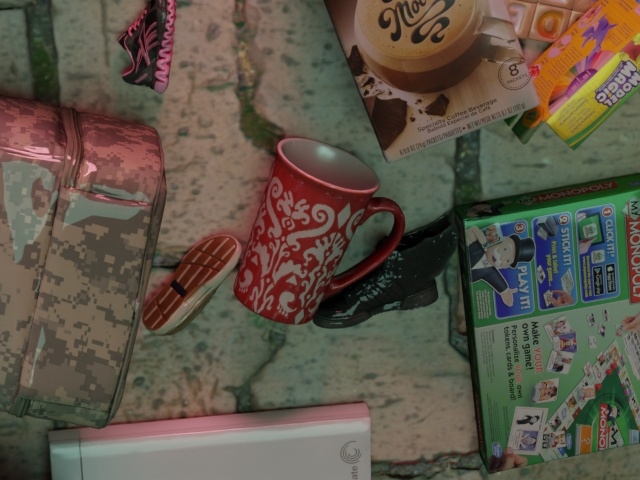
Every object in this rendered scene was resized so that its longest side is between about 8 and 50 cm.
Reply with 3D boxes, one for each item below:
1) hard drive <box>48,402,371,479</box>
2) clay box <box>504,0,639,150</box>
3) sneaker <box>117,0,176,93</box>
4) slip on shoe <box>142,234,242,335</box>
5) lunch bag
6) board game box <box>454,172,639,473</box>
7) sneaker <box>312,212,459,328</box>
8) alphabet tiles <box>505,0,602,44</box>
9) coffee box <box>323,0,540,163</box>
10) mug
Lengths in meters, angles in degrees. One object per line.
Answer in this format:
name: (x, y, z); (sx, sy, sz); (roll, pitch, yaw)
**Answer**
hard drive: (-0.119, 0.306, 2.046); (0.353, 0.047, 0.233); (-4, 113, -9)
clay box: (0.283, -0.181, 1.855); (0.222, 0.127, 0.053); (-45, 113, 10)
sneaker: (-0.173, -0.206, 1.821); (0.057, 0.047, 0.119); (8, 110, -1)
slip on shoe: (-0.130, 0.050, 1.937); (0.135, 0.051, 0.041); (-49, 145, 5)
lunch bag: (-0.303, 0.007, 1.792); (0.256, 0.212, 0.305); (10, 110, -15)
board game box: (0.269, 0.095, 2.026); (0.213, 0.046, 0.317); (-10, 114, -7)
sneaker: (0.068, 0.033, 1.963); (0.170, 0.051, 0.089); (-13, 115, -10)
alphabet tiles: (0.275, -0.294, 1.881); (0.237, 0.009, 0.198); (9, 111, -14)
coffee box: (0.086, -0.250, 1.800); (0.168, 0.119, 0.297); (-22, 115, 4)
mug: (-0.005, 0.002, 1.894); (0.150, 0.113, 0.169); (27, 112, 9)
